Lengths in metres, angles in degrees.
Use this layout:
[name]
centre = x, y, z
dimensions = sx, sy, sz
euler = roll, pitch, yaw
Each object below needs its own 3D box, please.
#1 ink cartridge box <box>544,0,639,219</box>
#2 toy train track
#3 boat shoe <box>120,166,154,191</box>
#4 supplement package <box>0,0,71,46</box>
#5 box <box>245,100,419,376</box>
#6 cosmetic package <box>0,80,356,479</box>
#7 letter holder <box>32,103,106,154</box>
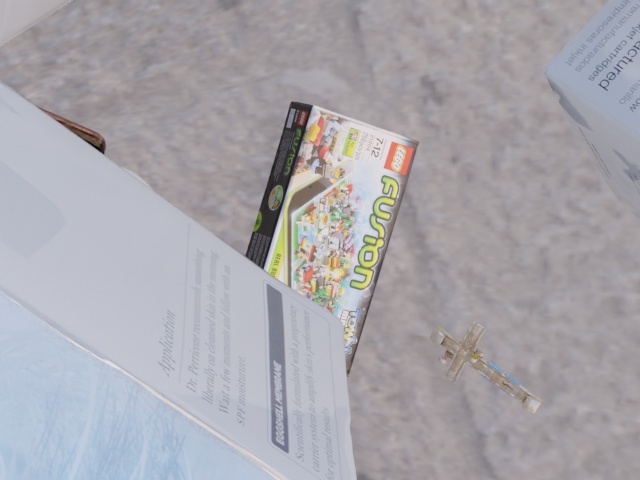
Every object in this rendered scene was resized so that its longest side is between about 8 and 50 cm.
[ink cartridge box]
centre = 0.207, -0.039, 0.636
dimensions = 0.128, 0.176, 0.127
euler = -46, 144, -2
[toy train track]
centre = 0.104, 0.084, 1.018
dimensions = 0.083, 0.048, 0.014
euler = 35, 33, 16
[boat shoe]
centre = -0.152, 0.026, 1.484
dimensions = 0.227, 0.079, 0.081
euler = 48, 44, -37
[supplement package]
centre = -0.148, -0.220, 0.605
dimensions = 0.145, 0.204, 0.262
euler = 24, 119, 7
[box]
centre = 0.000, 0.000, 1.309
dimensions = 0.114, 0.036, 0.207
euler = 15, 92, -33
[cosmetic package]
centre = -0.144, 0.074, 0.551
dimensions = 0.224, 0.138, 0.224
euler = 36, 111, -19
[letter holder]
centre = -0.242, 0.060, 1.142
dimensions = 0.214, 0.302, 0.152
euler = 21, 43, -43
